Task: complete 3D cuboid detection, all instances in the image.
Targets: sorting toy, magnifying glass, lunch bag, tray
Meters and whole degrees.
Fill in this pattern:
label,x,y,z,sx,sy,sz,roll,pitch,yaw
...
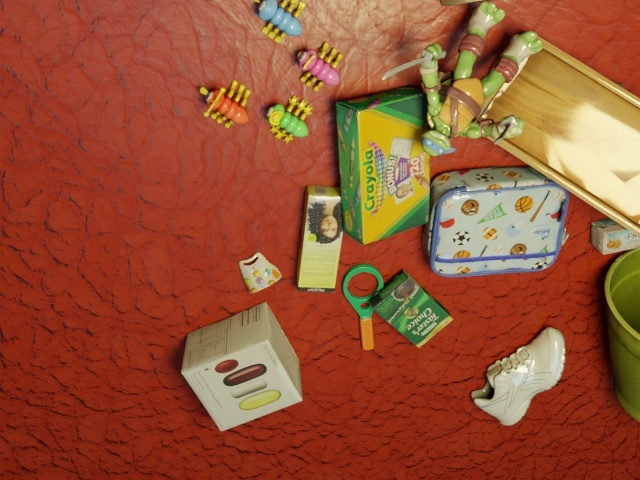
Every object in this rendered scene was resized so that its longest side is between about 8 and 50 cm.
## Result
label,x,y,z,sx,sy,sz,roll,pitch,yaw
sorting toy,-0.140,0.068,1.405,0.083,0.045,0.075,-26,99,7
magnifying glass,0.102,0.156,1.488,0.092,0.026,0.231,-8,117,-3
lunch bag,0.375,-0.031,1.372,0.303,0.115,0.243,-2,120,-5
tray,0.511,-0.197,1.222,0.411,0.076,0.203,35,112,8

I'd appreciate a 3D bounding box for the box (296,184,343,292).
label,x,y,z,sx,sy,sz,roll,pitch,yaw
box,0.000,0.000,1.370,0.087,0.058,0.232,2,118,-8

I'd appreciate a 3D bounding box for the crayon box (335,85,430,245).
label,x,y,z,sx,sy,sz,roll,pitch,yaw
crayon box,0.126,-0.147,1.263,0.165,0.081,0.278,-19,121,-24

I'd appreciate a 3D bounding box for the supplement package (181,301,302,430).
label,x,y,z,sx,sy,sz,roll,pitch,yaw
supplement package,-0.172,0.284,1.449,0.203,0.149,0.194,-23,118,6

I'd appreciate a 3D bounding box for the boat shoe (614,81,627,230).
label,x,y,z,sx,sy,sz,roll,pitch,yaw
boat shoe,0.618,-0.168,1.329,0.097,0.116,0.324,-26,112,10

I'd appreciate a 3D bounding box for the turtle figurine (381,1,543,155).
label,x,y,z,sx,sy,sz,roll,pitch,yaw
turtle figurine,0.272,-0.273,1.095,0.266,0.198,0.274,-59,156,-8

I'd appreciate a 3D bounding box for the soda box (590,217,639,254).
label,x,y,z,sx,sy,sz,roll,pitch,yaw
soda box,0.707,-0.023,1.444,0.183,0.063,0.058,-11,119,-2

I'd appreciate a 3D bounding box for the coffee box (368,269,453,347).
label,x,y,z,sx,sy,sz,roll,pitch,yaw
coffee box,0.210,0.160,1.479,0.113,0.040,0.184,-42,122,10

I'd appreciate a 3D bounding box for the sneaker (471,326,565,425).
label,x,y,z,sx,sy,sz,roll,pitch,yaw
sneaker,0.490,0.331,1.586,0.129,0.111,0.297,24,112,-12

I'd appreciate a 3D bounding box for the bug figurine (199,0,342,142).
label,x,y,z,sx,sy,sz,roll,pitch,yaw
bug figurine,-0.083,-0.302,1.190,0.216,0.072,0.279,27,111,-20

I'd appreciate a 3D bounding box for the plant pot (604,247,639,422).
label,x,y,z,sx,sy,sz,roll,pitch,yaw
plant pot,0.823,0.250,1.469,0.367,0.366,0.353,-11,130,-1

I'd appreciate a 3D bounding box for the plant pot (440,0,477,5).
label,x,y,z,sx,sy,sz,roll,pitch,yaw
plant pot,0.276,-0.469,1.131,0.109,0.096,0.109,-8,118,-3
